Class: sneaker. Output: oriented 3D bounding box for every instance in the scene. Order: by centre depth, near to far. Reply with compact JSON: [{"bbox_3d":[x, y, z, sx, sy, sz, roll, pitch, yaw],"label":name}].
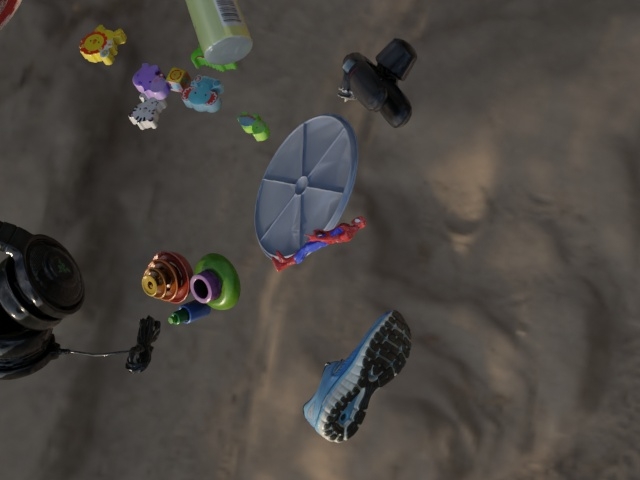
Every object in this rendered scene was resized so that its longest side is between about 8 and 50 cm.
[{"bbox_3d":[0.034,0.139,1.533,0.073,0.063,0.162,20,67,49],"label":"sneaker"}]

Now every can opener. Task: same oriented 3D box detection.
[{"bbox_3d":[0.047,-0.136,1.216,0.073,0.059,0.186,-62,8,17],"label":"can opener"}]

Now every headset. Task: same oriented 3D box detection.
[{"bbox_3d":[-0.433,0.093,2.115,0.243,0.394,0.185,-57,11,34],"label":"headset"}]

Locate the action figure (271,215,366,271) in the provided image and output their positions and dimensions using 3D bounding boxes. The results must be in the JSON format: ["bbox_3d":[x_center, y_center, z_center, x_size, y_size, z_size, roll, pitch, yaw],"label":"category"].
[{"bbox_3d":[0.000,0.000,1.577,0.115,0.038,0.030,-22,95,17],"label":"action figure"}]

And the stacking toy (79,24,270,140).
[{"bbox_3d":[-0.183,-0.194,1.804,0.221,0.167,0.052,14,67,25],"label":"stacking toy"}]

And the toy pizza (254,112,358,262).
[{"bbox_3d":[-0.013,-0.064,1.772,0.201,0.032,0.201,-31,48,41],"label":"toy pizza"}]

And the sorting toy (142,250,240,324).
[{"bbox_3d":[-0.119,0.043,1.225,0.102,0.042,0.061,6,110,40],"label":"sorting toy"}]

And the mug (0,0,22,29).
[{"bbox_3d":[-0.464,-0.328,1.756,0.113,0.169,0.150,-51,-3,-26],"label":"mug"}]

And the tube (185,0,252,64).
[{"bbox_3d":[-0.145,-0.326,1.698,0.070,0.062,0.240,109,144,-64],"label":"tube"}]
